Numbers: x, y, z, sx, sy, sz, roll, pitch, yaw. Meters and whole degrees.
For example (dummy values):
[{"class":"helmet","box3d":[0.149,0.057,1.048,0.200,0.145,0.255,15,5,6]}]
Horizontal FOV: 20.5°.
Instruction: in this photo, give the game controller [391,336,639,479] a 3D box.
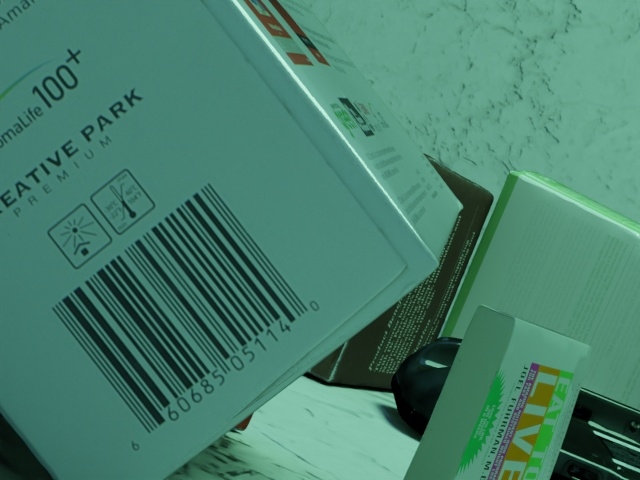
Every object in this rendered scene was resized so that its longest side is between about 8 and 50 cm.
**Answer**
[{"class":"game controller","box3d":[0.197,0.151,1.136,0.319,0.067,0.166,22,16,-4]}]

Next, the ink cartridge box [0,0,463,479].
[{"class":"ink cartridge box","box3d":[-0.082,-0.071,0.643,0.272,0.130,0.309,52,7,1]}]

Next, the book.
[{"class":"book","box3d":[0.085,0.083,0.837,0.035,0.096,0.144,23,2,24]}]

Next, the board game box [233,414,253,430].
[{"class":"board game box","box3d":[-0.174,0.017,0.819,0.281,0.027,0.145,23,3,33]}]

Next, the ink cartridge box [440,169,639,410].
[{"class":"ink cartridge box","box3d":[0.209,0.071,1.298,0.235,0.171,0.056,29,14,31]}]

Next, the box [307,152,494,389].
[{"class":"box","box3d":[0.000,0.000,1.278,0.167,0.168,0.203,23,1,21]}]
